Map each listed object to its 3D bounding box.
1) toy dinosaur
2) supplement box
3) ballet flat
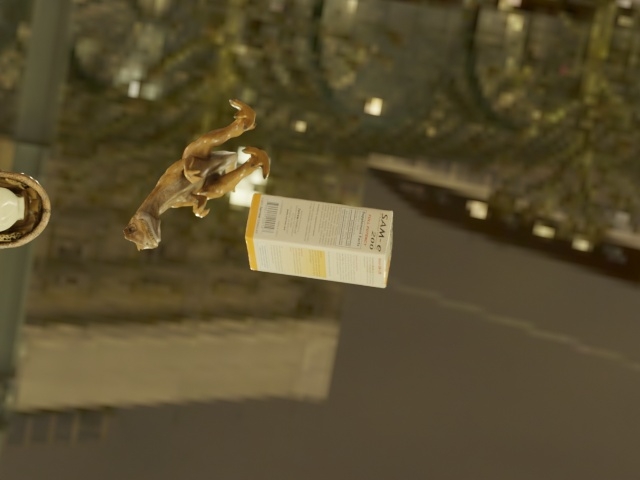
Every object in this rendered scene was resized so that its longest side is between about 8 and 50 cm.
[{"bbox_3d":[-0.086,-0.056,1.458,0.112,0.064,0.211,-31,-177,30],"label":"toy dinosaur"},{"bbox_3d":[0.000,0.000,1.336,0.098,0.036,0.062,8,158,4],"label":"supplement box"},{"bbox_3d":[-0.362,-0.031,1.679,0.106,0.108,0.316,7,-171,39],"label":"ballet flat"}]
